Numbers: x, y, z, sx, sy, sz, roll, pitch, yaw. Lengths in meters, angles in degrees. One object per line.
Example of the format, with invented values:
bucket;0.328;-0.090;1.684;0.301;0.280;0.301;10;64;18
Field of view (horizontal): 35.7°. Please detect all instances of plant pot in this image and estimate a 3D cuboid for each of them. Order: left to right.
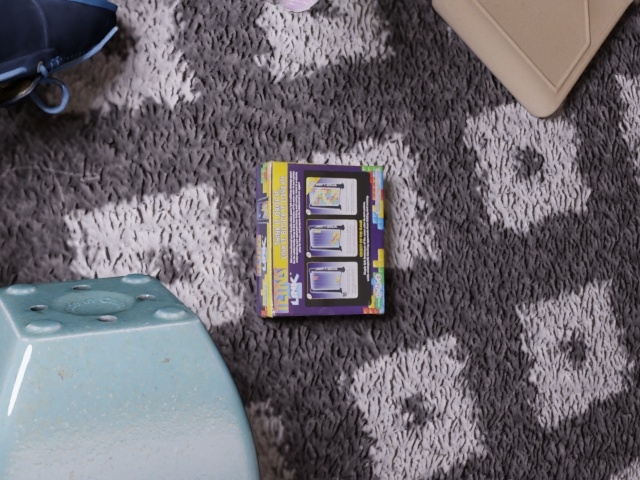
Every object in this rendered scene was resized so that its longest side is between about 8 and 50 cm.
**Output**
plant pot;-0.197;0.168;0.864;0.247;0.248;0.252;-5;106;-26

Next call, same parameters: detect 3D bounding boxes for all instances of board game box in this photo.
board game box;0.000;0.000;1.110;0.141;0.048;0.170;1;87;-24

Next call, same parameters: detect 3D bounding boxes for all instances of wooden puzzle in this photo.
wooden puzzle;0.275;-0.311;1.264;0.221;0.044;0.238;43;75;-18

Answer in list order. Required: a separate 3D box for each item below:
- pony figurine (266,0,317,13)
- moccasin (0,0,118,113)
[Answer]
pony figurine;-0.065;-0.379;0.934;0.351;0.303;0.363;-49;151;-45
moccasin;-0.300;-0.173;0.871;0.342;0.138;0.116;-27;129;-65
